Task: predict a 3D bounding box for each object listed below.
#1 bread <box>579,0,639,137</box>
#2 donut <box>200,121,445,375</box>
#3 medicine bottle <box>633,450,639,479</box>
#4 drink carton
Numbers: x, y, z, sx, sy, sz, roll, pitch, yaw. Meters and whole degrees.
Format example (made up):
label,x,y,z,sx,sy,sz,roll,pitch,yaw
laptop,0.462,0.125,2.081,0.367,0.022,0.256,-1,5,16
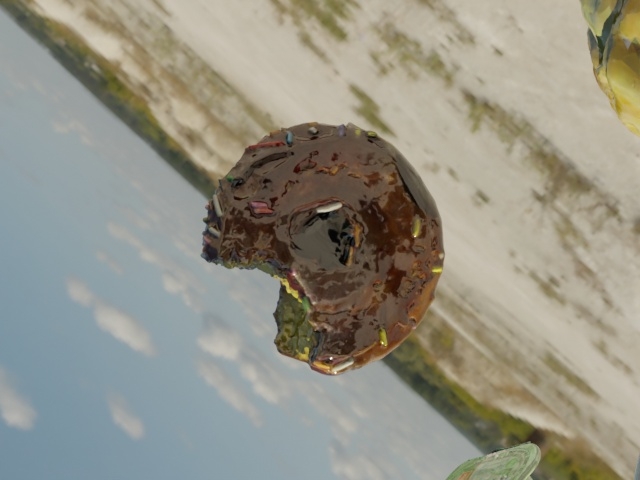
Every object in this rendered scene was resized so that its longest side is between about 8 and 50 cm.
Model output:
label,x,y,z,sx,sy,sz,roll,pitch,yaw
bread,0.222,-0.065,0.393,0.268,0.130,0.152,31,142,31
donut,0.001,0.001,0.971,0.230,0.216,0.096,37,165,-11
medicine bottle,0.201,0.092,0.331,0.187,0.102,0.103,10,-167,-26
drink carton,0.186,0.301,1.022,0.142,0.146,0.144,55,142,-1
